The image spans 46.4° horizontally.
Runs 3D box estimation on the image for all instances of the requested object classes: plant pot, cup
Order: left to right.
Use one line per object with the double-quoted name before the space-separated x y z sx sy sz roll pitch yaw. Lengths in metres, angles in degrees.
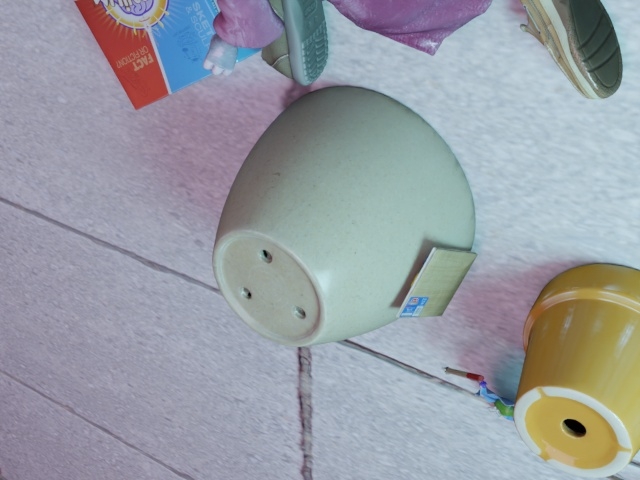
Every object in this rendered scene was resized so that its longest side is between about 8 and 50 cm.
"cup" 0.000 0.000 0.961 0.331 0.237 0.331 20 131 25
"plant pot" 0.318 0.162 0.866 0.205 0.188 0.205 21 131 25

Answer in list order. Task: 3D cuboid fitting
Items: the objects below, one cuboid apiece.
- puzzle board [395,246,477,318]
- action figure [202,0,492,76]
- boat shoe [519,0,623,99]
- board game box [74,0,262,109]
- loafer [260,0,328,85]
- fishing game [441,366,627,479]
"puzzle board" 0.144 0.052 0.924 0.011 0.128 0.096 36 106 30
"action figure" -0.001 -0.261 0.681 0.276 0.370 0.248 -134 44 -64
"boat shoe" 0.234 -0.224 0.746 0.072 0.068 0.190 -19 96 59
"board game box" -0.242 -0.359 1.009 0.242 0.064 0.316 -12 112 43
"loafer" -0.050 -0.303 0.877 0.087 0.094 0.251 15 129 24
"fishing game" 0.283 0.256 1.007 0.264 0.041 0.189 35 171 -6
